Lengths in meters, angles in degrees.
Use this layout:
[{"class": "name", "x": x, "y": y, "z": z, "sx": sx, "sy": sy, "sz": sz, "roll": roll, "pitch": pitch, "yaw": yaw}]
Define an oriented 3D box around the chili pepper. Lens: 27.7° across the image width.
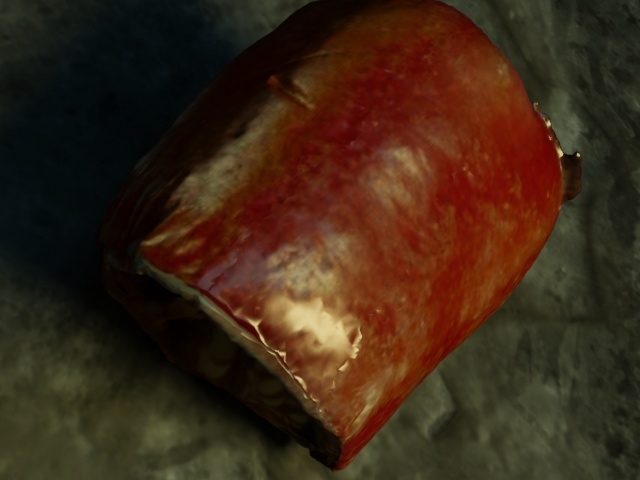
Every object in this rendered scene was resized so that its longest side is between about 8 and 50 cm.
[{"class": "chili pepper", "x": 0.000, "y": 0.000, "z": 0.885, "sx": 0.305, "sy": 0.229, "sz": 0.251, "roll": -48, "pitch": 121, "yaw": -32}]
